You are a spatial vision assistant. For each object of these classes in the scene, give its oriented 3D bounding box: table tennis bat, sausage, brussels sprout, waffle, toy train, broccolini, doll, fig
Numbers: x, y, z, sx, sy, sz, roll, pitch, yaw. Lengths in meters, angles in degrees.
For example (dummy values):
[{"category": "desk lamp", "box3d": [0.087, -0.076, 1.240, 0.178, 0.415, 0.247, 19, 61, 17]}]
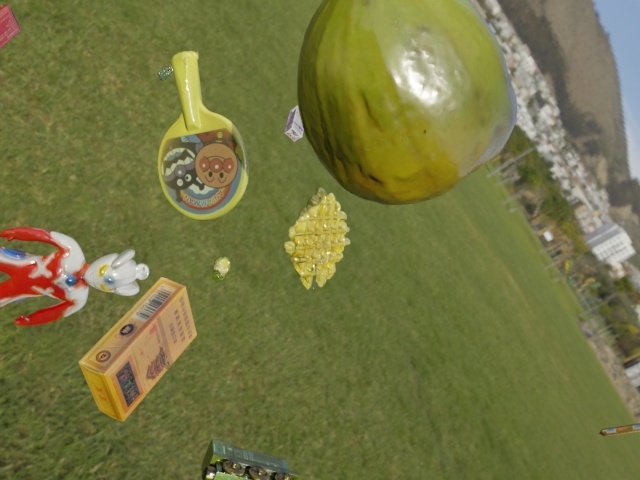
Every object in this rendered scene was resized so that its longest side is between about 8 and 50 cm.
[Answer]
[{"category": "table tennis bat", "box3d": [-0.266, -0.227, 1.424, 0.054, 0.224, 0.369, -12, 94, -68]}, {"category": "sausage", "box3d": [0.562, 0.349, 1.215, 0.015, 0.100, 0.015, 23, 55, -37]}, {"category": "brussels sprout", "box3d": [-0.268, 0.079, 1.745, 0.046, 0.051, 0.083, 20, 37, -3]}, {"category": "waffle", "box3d": [-0.002, 0.000, 1.783, 0.250, 0.056, 0.261, -57, 139, -31]}, {"category": "toy train", "box3d": [-0.152, 0.518, 1.446, 0.225, 0.090, 0.137, 20, 8, -15]}, {"category": "broccolini", "box3d": [-0.414, -0.509, 1.926, 0.030, 0.140, 0.035, 48, -16, 22]}, {"category": "doll", "box3d": [-0.506, 0.065, 1.202, 0.099, 0.383, 0.189, -106, -167, -70]}, {"category": "fig", "box3d": [0.119, -0.235, 0.977, 0.343, 0.343, 0.343, 50, 19, -23]}]

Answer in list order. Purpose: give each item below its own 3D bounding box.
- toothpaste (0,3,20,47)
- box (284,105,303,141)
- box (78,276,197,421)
[{"category": "toothpaste", "box3d": [-0.700, -0.377, 1.293, 0.321, 0.076, 0.066, -83, 164, -52]}, {"category": "box", "box3d": [-0.076, -0.361, 2.035, 0.050, 0.036, 0.117, 42, 37, -28]}, {"category": "box", "box3d": [-0.392, 0.237, 1.453, 0.274, 0.076, 0.174, -52, 151, -40]}]
